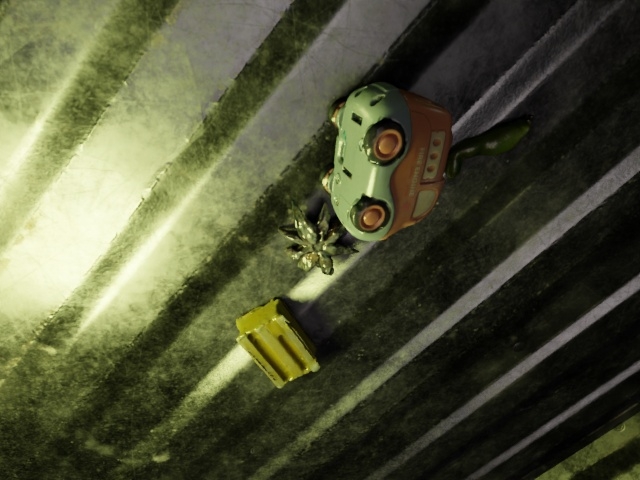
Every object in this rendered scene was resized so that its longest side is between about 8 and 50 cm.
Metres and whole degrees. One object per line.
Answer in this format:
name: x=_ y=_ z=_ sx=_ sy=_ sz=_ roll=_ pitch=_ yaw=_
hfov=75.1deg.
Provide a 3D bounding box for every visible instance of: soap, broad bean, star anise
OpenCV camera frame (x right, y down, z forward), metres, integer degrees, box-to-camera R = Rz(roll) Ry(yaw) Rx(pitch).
soap: x=-0.105 y=0.264 z=1.059 sx=0.134 sy=0.076 sz=0.233 roll=-26 pitch=124 yaw=5
broad bean: x=0.358 y=-0.203 z=0.883 sx=0.213 sy=0.048 sz=0.070 roll=-29 pitch=122 yaw=8
star anise: x=0.000 y=0.000 z=0.926 sx=0.180 sy=0.061 sz=0.205 roll=-8 pitch=122 yaw=-7

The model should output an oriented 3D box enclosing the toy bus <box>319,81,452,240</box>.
toy bus: x=0.136 y=-0.150 z=0.801 sx=0.231 sy=0.194 sz=0.288 roll=-7 pitch=123 yaw=-22
